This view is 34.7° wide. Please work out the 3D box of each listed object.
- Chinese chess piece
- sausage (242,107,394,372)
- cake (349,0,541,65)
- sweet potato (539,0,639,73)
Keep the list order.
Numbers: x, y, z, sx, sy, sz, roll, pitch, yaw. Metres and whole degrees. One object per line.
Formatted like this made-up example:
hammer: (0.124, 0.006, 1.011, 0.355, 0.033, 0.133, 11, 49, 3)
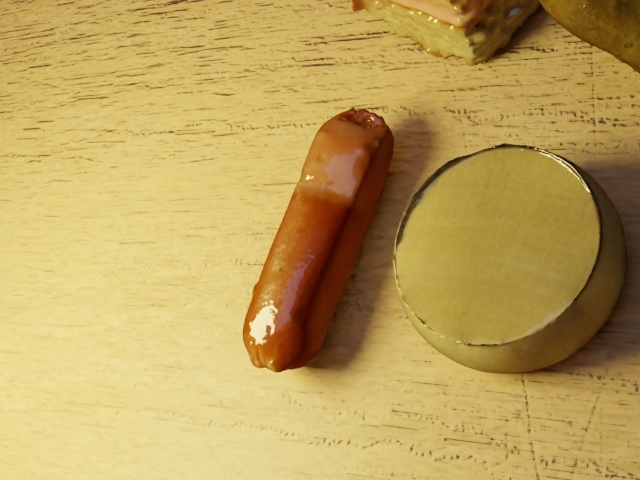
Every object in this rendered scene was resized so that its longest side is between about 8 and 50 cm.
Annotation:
Chinese chess piece: (0.198, 0.018, 1.098, 0.250, 0.103, 0.249, -14, 60, 25)
sausage: (-0.001, 0.000, 1.238, 0.097, 0.094, 0.348, 15, 71, 22)
cake: (0.149, -0.432, 1.241, 0.293, 0.307, 0.314, 33, 84, 41)
sweet potato: (0.344, -0.245, 1.057, 0.158, 0.370, 0.158, -57, 12, 20)
